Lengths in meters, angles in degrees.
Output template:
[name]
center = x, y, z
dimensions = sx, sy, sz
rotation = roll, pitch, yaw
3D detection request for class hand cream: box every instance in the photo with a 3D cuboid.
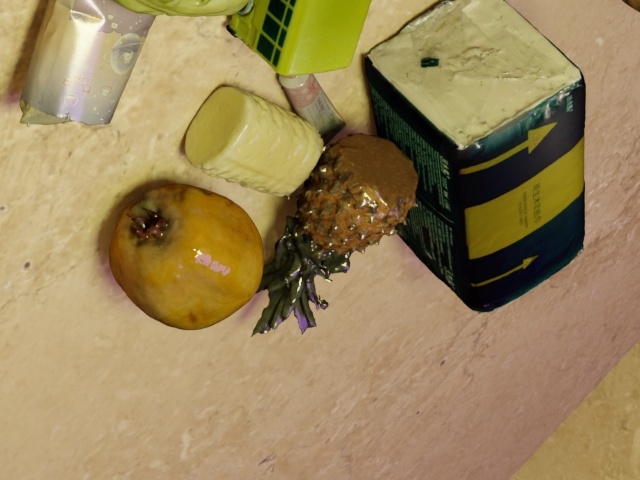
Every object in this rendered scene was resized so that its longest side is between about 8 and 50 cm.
[hand cream]
center = -0.013, -0.186, 1.637
dimensions = 0.067, 0.043, 0.209
rotation = -47, 152, -6

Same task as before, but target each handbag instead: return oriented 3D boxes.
[handbag]
center = -0.265, -0.201, 1.307
dimensions = 0.117, 0.095, 0.173
rotation = 9, 111, -45

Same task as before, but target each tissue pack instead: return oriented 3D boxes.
[tissue pack]
center = 0.236, -0.128, 1.768
dimensions = 0.253, 0.264, 0.416
rotation = -33, 143, -11

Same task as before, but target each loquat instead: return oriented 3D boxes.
[loquat]
center = -0.176, 0.017, 1.549
dimensions = 0.187, 0.176, 0.234
rotation = -47, 136, 2

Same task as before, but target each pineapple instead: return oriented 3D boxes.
[pineapple]
center = -0.001, -0.003, 1.725
dimensions = 0.165, 0.165, 0.364
rotation = -13, 154, -39

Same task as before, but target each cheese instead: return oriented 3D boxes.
[cheese]
center = -0.088, -0.129, 1.569
dimensions = 0.123, 0.094, 0.167
rotation = -48, 144, 20

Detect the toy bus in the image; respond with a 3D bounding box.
[toy bus]
center = -0.004, -0.335, 1.387
dimensions = 0.128, 0.150, 0.262
rotation = -14, 137, -37

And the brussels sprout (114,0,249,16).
[brussels sprout]
center = -0.149, -0.334, 1.234
dimensions = 0.223, 0.161, 0.223
rotation = -36, 132, -53

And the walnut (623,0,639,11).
[walnut]
center = 0.578, -0.494, 1.718
dimensions = 0.354, 0.308, 0.398
rotation = 21, 112, -19
